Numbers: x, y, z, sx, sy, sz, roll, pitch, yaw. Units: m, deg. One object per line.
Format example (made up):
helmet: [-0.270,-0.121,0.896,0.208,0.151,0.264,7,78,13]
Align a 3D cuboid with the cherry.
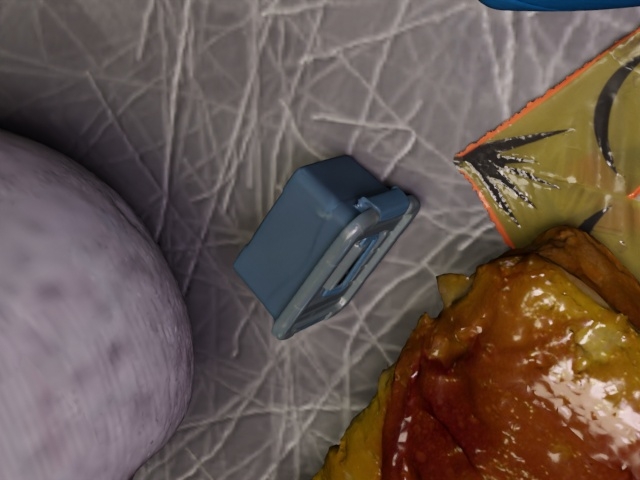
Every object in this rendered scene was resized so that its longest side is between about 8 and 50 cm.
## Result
cherry: [-0.236,0.075,0.710,0.326,0.335,0.291,0,95,-1]

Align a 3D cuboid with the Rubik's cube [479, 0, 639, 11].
Rubik's cube: [0.180,-0.209,0.522,0.254,0.254,0.254,8,113,20]

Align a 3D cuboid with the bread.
bread: [0.072,0.169,0.722,0.185,0.109,0.380,37,124,7]

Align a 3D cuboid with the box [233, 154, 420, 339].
box: [0.000,0.000,0.711,0.054,0.074,0.099,46,121,17]

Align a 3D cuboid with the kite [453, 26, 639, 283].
kite: [0.220,0.001,0.644,0.327,0.013,0.377,17,119,17]
